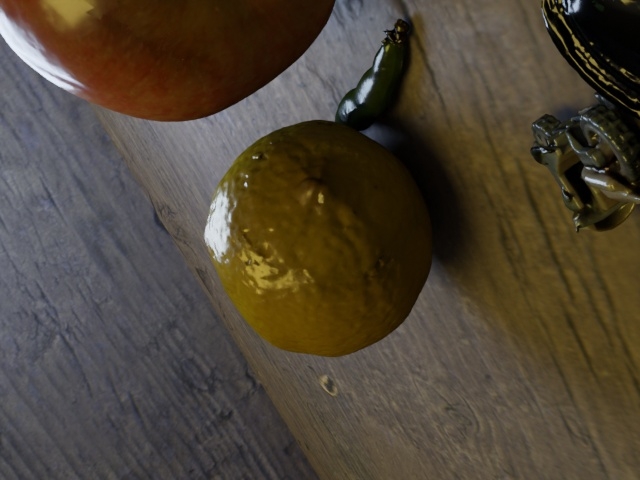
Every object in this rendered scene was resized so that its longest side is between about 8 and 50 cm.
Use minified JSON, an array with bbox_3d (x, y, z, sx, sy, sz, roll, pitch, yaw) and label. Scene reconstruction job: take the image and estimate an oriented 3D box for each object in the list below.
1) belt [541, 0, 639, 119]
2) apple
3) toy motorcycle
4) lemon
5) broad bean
[{"bbox_3d":[0.262,-0.171,0.660,0.198,0.078,0.151,48,155,23],"label":"belt"},{"bbox_3d":[-0.173,-0.321,0.977,0.391,0.391,0.346,61,163,-17],"label":"apple"},{"bbox_3d":[0.258,-0.064,0.796,0.130,0.094,0.229,57,-177,-5],"label":"toy motorcycle"},{"bbox_3d":[-0.001,-0.001,1.199,0.336,0.336,0.336,46,158,24],"label":"lemon"},{"bbox_3d":[0.065,-0.189,1.136,0.060,0.043,0.297,64,160,8],"label":"broad bean"}]
